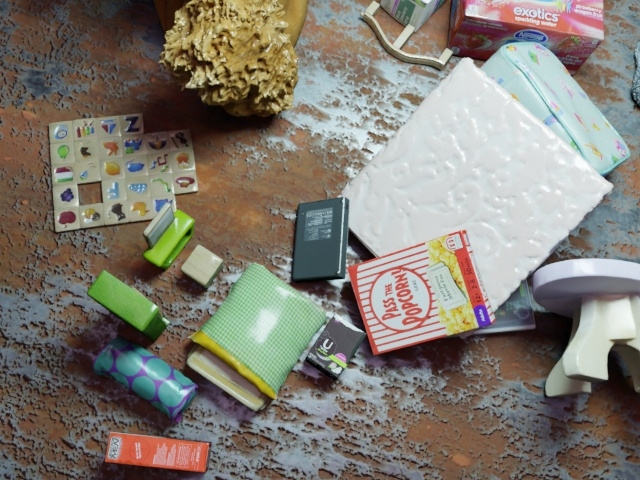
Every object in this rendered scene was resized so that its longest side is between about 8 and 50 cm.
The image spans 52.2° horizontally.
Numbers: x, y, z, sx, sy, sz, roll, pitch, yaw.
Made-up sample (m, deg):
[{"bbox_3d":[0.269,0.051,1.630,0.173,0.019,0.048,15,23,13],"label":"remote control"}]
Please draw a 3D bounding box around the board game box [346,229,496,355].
[{"bbox_3d":[0.153,0.082,1.011,0.193,0.045,0.147,-20,84,22],"label":"board game box"}]

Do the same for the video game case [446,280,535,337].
[{"bbox_3d":[0.254,0.072,1.100,0.190,0.022,0.173,-4,74,-7],"label":"video game case"}]

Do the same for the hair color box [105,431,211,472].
[{"bbox_3d":[-0.233,0.308,0.953,0.141,0.072,0.043,7,73,-4],"label":"hair color box"}]

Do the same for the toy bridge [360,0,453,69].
[{"bbox_3d":[0.153,-0.376,1.224,0.188,0.026,0.063,34,74,5],"label":"toy bridge"}]

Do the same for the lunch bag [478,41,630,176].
[{"bbox_3d":[0.396,-0.205,1.118,0.224,0.108,0.279,-23,76,-50],"label":"lunch bag"}]

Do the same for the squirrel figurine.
[{"bbox_3d":[-0.133,-0.401,1.022,0.280,0.370,0.397,-8,74,-8],"label":"squirrel figurine"}]

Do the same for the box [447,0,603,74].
[{"bbox_3d":[0.375,-0.410,1.206,0.256,0.123,0.128,9,72,-3],"label":"box"}]

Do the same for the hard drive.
[{"bbox_3d":[0.000,0.000,1.071,0.094,0.022,0.135,-6,70,31],"label":"hard drive"}]

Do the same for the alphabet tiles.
[{"bbox_3d":[-0.333,-0.123,1.108,0.237,0.009,0.199,-8,74,-8],"label":"alphabet tiles"}]

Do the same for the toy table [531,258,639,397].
[{"bbox_3d":[0.443,0.143,0.995,0.274,0.252,0.161,11,64,-22],"label":"toy table"}]

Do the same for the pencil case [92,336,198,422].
[{"bbox_3d":[-0.263,0.208,0.984,0.151,0.064,0.070,32,111,4],"label":"pencil case"}]

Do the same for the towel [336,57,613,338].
[{"bbox_3d":[0.229,-0.067,1.038,0.317,0.053,0.332,45,102,15],"label":"towel"}]

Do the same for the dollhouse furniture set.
[{"bbox_3d":[-0.153,0.097,0.983,0.301,0.151,0.198,33,73,4],"label":"dollhouse furniture set"}]

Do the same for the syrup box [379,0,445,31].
[{"bbox_3d":[0.225,-0.519,1.240,0.096,0.093,0.237,39,73,6],"label":"syrup box"}]

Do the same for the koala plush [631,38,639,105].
[{"bbox_3d":[0.698,-0.366,1.174,0.196,0.221,0.204,6,72,-3],"label":"koala plush"}]

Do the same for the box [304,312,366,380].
[{"bbox_3d":[0.023,0.168,1.031,0.062,0.052,0.083,34,72,5],"label":"box"}]
